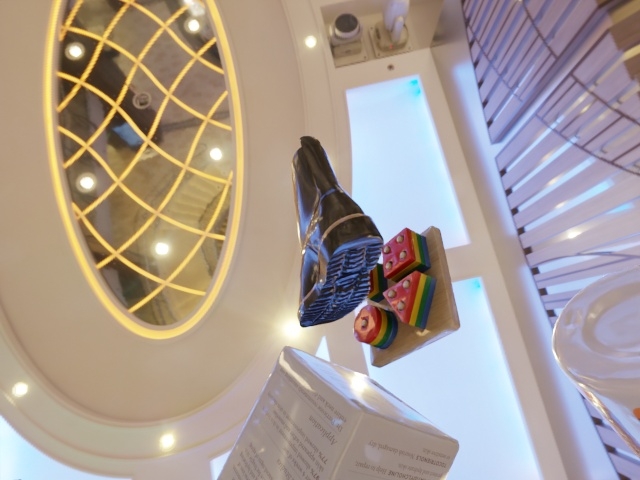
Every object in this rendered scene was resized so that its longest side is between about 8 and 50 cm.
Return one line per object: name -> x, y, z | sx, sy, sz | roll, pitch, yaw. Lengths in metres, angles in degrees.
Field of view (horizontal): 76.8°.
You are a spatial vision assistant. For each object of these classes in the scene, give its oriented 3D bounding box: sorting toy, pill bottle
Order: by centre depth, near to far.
pill bottle -> 0.531, 0.236, 0.547 | 0.224, 0.224, 0.392 | -45, -80, -7
sorting toy -> 0.169, 0.121, 0.920 | 0.089, 0.257, 0.255 | 22, -133, -24

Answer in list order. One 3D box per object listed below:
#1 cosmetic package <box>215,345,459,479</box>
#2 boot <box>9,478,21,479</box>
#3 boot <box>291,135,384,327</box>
cosmetic package -> 0.021, 0.512, 0.900 | 0.327, 0.329, 0.394 | 31, -97, -32
boot -> -0.504, 0.354, 0.521 | 0.190, 0.069, 0.086 | 13, -122, -19
boot -> 0.000, 0.000, 0.444 | 0.077, 0.198, 0.137 | -9, -124, -24
